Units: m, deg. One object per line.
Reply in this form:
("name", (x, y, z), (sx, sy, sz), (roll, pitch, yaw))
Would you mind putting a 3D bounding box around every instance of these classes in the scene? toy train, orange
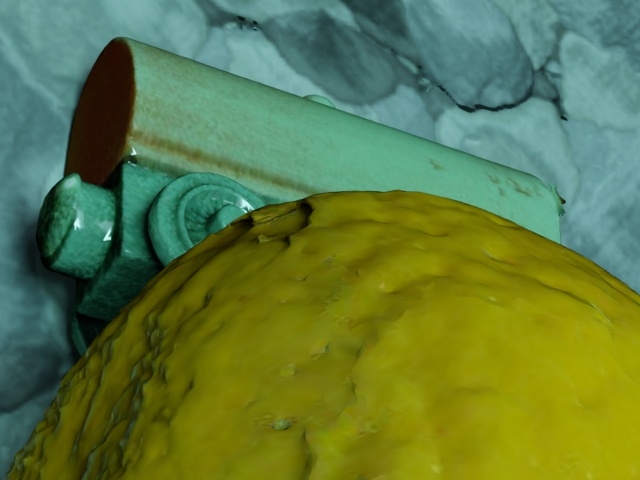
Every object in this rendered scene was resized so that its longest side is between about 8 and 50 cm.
("toy train", (0.000, 0.000, 0.889), (0.285, 0.116, 0.177), (16, 49, -24))
("orange", (0.023, 0.158, 0.679), (0.293, 0.340, 0.340), (30, 56, -18))
